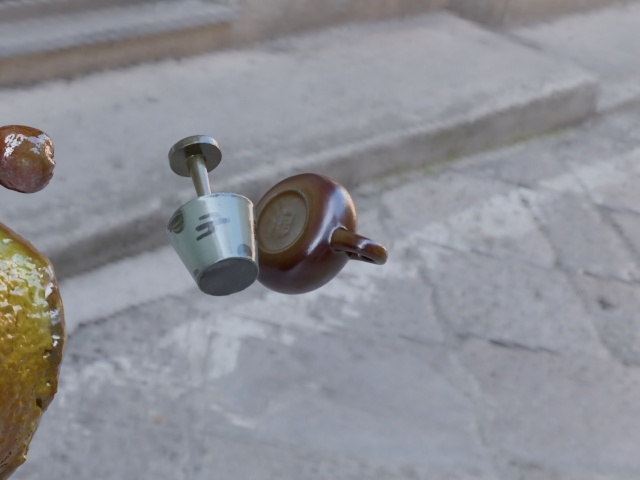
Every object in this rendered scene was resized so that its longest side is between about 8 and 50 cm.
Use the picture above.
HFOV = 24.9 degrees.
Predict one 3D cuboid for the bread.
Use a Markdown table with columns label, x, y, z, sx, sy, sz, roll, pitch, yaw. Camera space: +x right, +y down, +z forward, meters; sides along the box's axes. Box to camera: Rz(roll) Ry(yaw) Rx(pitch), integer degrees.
| label | x | y | z | sx | sy | sz | roll | pitch | yaw |
| --- | --- | --- | --- | --- | --- | --- | --- | --- | --- |
| bread | -0.485 | 0.125 | 1.655 | 0.398 | 0.398 | 0.215 | 25 | 7 | 23 |

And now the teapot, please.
| label | x | y | z | sx | sy | sz | roll | pitch | yaw |
| --- | --- | --- | --- | --- | --- | --- | --- | --- | --- |
| teapot | 0.000 | 0.000 | 2.026 | 0.252 | 0.178 | 0.135 | 13 | -10 | 42 |

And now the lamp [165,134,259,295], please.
| label | x | y | z | sx | sy | sz | roll | pitch | yaw |
| --- | --- | --- | --- | --- | --- | --- | --- | --- | --- |
| lamp | -0.144 | -0.036 | 1.873 | 0.121 | 0.121 | 0.214 | 2 | 52 | -26 |

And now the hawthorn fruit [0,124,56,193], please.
| label | x | y | z | sx | sy | sz | roll | pitch | yaw |
| --- | --- | --- | --- | --- | --- | --- | --- | --- | --- |
| hawthorn fruit | -0.302 | -0.082 | 1.373 | 0.103 | 0.066 | 0.067 | 11 | 24 | -18 |
